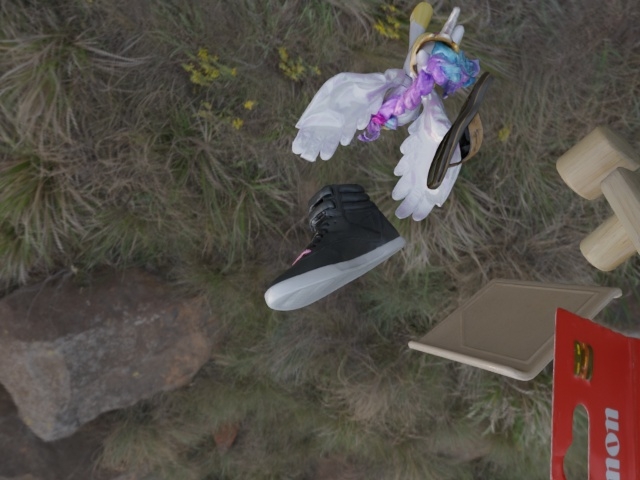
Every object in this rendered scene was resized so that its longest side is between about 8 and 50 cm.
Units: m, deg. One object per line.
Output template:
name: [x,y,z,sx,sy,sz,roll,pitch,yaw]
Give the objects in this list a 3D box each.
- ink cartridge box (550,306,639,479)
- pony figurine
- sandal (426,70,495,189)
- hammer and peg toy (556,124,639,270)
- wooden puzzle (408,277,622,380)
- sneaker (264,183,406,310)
ink cartridge box: [0.396,0.256,0.531,0.385,0.308,0.091,21,157,-24]
pony figurine: [0.152,-0.265,0.969,0.303,0.363,0.350,26,118,-4]
sandal: [0.245,-0.178,0.876,0.060,0.090,0.219,30,80,2]
hammer and peg toy: [0.360,0.029,0.433,0.266,0.361,0.127,18,133,-18]
wooden puzzle: [0.283,0.125,0.776,0.239,0.221,0.044,-28,103,-26]
sneaker: [0.000,0.000,0.804,0.146,0.296,0.104,56,135,10]
